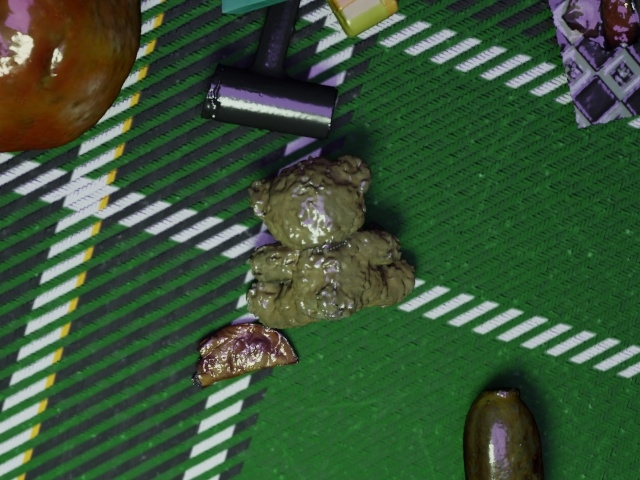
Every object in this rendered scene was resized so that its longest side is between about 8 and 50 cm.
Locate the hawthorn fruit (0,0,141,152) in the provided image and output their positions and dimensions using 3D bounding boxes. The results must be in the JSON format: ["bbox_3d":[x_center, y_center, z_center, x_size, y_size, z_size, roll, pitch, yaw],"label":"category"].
[{"bbox_3d":[-0.436,-0.313,1.578,0.403,0.403,0.403,0,95,-4],"label":"hawthorn fruit"}]

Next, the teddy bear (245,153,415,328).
[{"bbox_3d":[0.000,0.000,1.753,0.267,0.156,0.256,-13,94,-1],"label":"teddy bear"}]

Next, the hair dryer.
[{"bbox_3d":[-0.060,-0.288,1.761,0.197,0.089,0.251,11,88,-5],"label":"hair dryer"}]

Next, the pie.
[{"bbox_3d":[-0.127,0.176,1.818,0.170,0.034,0.092,-19,100,-1],"label":"pie"}]

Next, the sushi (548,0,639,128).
[{"bbox_3d":[0.498,-0.342,1.802,0.292,0.059,0.294,-15,96,-2],"label":"sushi"}]

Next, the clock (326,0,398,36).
[{"bbox_3d":[0.032,-0.407,1.721,0.096,0.143,0.202,-29,97,1],"label":"clock"}]

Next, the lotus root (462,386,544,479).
[{"bbox_3d":[0.282,0.346,1.817,0.123,0.124,0.241,-11,96,-14],"label":"lotus root"}]

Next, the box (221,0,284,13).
[{"bbox_3d":[-0.098,-0.455,1.696,0.041,0.162,0.229,-2,94,-31],"label":"box"}]
